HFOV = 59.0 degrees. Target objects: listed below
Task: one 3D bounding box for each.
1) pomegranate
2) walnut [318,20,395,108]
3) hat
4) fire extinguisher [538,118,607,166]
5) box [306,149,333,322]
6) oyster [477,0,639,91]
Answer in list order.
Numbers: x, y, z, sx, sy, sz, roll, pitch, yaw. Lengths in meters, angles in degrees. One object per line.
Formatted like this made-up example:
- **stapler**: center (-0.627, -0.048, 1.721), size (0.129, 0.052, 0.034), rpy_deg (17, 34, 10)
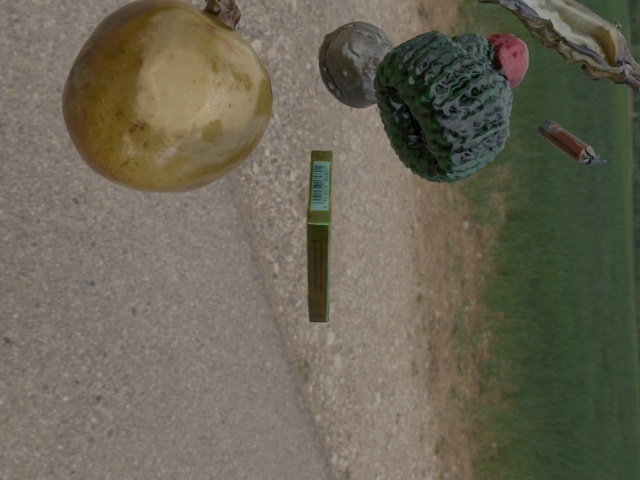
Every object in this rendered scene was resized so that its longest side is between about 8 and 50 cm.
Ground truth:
- **pomegranate**: center (-0.218, -0.195, 0.803), size (0.307, 0.307, 0.308), rpy_deg (7, 82, -60)
- **walnut**: center (0.097, -0.454, 1.456), size (0.224, 0.224, 0.224), rpy_deg (7, 82, -60)
- **hat**: center (0.287, -0.287, 1.080), size (0.332, 0.242, 0.274), rpy_deg (-33, 112, -18)
- **fire extinguisher**: center (0.285, -0.109, 0.641), size (0.028, 0.083, 0.022), rpy_deg (-17, 135, -18)
- **box**: center (0.000, 0.000, 0.709), size (0.193, 0.030, 0.121), rpy_deg (91, 1, -49)
- **oyster**: center (0.306, -0.302, 0.768), size (0.344, 0.078, 0.129), rpy_deg (31, 50, -12)
